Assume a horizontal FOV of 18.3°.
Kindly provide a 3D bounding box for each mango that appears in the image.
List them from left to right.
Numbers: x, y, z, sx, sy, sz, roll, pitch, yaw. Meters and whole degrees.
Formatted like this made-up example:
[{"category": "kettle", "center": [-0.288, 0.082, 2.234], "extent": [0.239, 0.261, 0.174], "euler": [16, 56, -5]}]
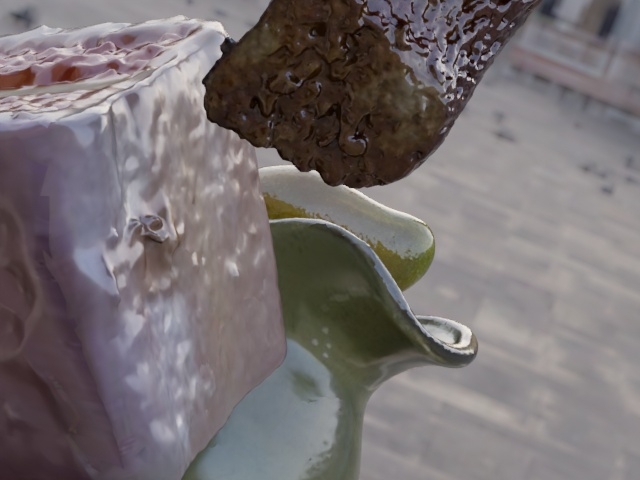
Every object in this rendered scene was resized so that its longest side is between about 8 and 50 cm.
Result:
[{"category": "mango", "center": [0.000, 0.000, 1.983], "extent": [0.227, 0.136, 0.099], "euler": [13, 6, 3]}]

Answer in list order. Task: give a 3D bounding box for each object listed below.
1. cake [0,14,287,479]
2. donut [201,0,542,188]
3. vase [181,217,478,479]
[{"category": "cake", "center": [-0.195, 0.007, 1.157], "extent": [0.309, 0.230, 0.237], "euler": [0, 17, 24]}, {"category": "donut", "center": [0.041, -0.127, 1.002], "extent": [0.126, 0.144, 0.186], "euler": [36, 43, 2]}, {"category": "vase", "center": [-0.086, 0.110, 1.452], "extent": [0.241, 0.302, 0.329], "euler": [37, -3, -40]}]
